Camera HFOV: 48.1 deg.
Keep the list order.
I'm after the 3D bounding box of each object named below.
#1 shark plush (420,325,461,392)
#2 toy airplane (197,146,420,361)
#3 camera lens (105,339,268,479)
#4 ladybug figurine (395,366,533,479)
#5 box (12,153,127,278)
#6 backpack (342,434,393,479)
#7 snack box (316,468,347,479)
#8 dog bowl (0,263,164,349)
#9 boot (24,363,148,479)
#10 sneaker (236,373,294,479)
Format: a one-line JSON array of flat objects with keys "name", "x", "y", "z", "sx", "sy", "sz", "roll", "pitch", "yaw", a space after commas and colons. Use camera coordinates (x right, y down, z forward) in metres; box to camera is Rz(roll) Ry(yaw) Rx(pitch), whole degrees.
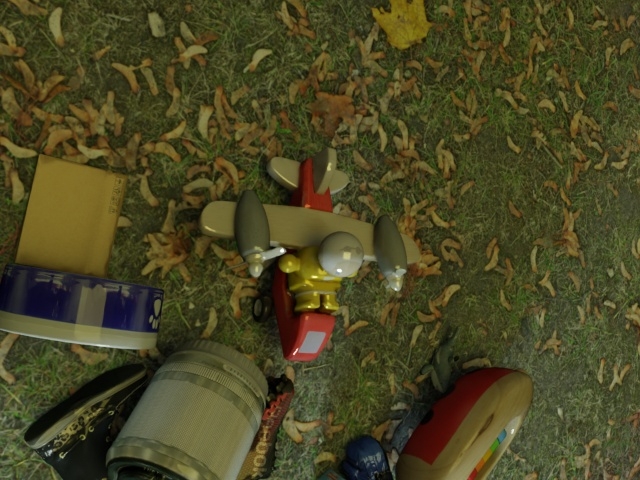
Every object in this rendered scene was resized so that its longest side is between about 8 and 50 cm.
[{"name": "shark plush", "x": 0.313, "y": 0.289, "z": 1.732, "sx": 0.073, "sy": 0.067, "sz": 0.161, "roll": 42, "pitch": 72, "yaw": -24}, {"name": "toy airplane", "x": 0.000, "y": 0.000, "z": 1.428, "sx": 0.386, "sy": 0.272, "sz": 0.384, "roll": -40, "pitch": 109, "yaw": -23}, {"name": "camera lens", "x": -0.233, "y": 0.345, "z": 1.288, "sx": 0.219, "sy": 0.219, "sz": 0.274, "roll": 48, "pitch": 42, "yaw": -22}, {"name": "ladybug figurine", "x": 0.327, "y": 0.455, "z": 1.659, "sx": 0.449, "sy": 0.162, "sz": 0.305, "roll": -43, "pitch": 148, "yaw": -23}, {"name": "box", "x": -0.453, "y": -0.042, "z": 1.311, "sx": 0.164, "sy": 0.021, "sz": 0.201, "roll": 14, "pitch": 85, "yaw": -29}, {"name": "backpack", "x": 0.104, "y": 0.506, "z": 1.602, "sx": 0.101, "sy": 0.098, "sz": 0.120, "roll": -17, "pitch": 101, "yaw": -25}, {"name": "snack box", "x": 0.116, "y": 0.609, "z": 1.482, "sx": 0.060, "sy": 0.322, "sz": 0.187, "roll": -34, "pitch": 108, "yaw": -22}, {"name": "dog bowl", "x": -0.401, "y": 0.112, "z": 1.205, "sx": 0.265, "sy": 0.265, "sz": 0.104, "roll": 13, "pitch": 83, "yaw": -29}, {"name": "boot", "x": -0.396, "y": 0.355, "z": 1.325, "sx": 0.236, "sy": 0.085, "sz": 0.179, "roll": -34, "pitch": 112, "yaw": -25}, {"name": "sneaker", "x": -0.132, "y": 0.406, "z": 1.465, "sx": 0.135, "sy": 0.097, "sz": 0.276, "roll": 45, "pitch": 73, "yaw": -23}]
